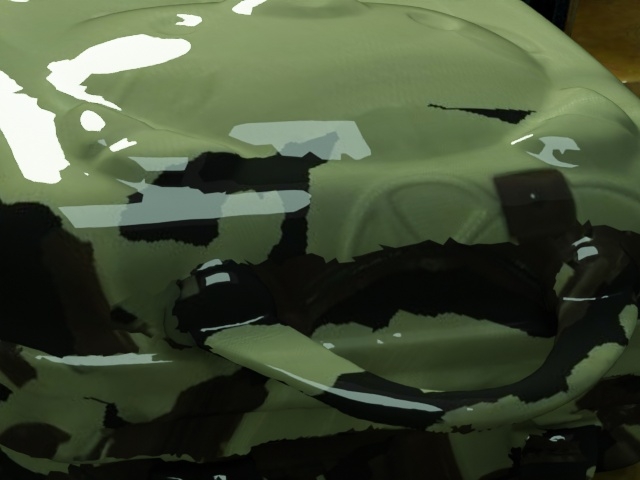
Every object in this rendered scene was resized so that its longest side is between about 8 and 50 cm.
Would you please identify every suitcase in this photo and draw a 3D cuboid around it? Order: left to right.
[{"bbox_3d":[0.000,0.000,0.840,0.351,0.194,0.339,-4,30,-21],"label":"suitcase"}]

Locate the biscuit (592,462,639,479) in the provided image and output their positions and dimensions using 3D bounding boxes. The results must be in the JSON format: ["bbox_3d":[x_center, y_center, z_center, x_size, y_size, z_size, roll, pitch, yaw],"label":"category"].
[{"bbox_3d":[0.150,0.079,0.957,0.118,0.029,0.247,10,30,4],"label":"biscuit"}]

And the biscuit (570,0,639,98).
[{"bbox_3d":[0.083,-0.123,1.244,0.275,0.052,0.355,24,32,23],"label":"biscuit"}]

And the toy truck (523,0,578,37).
[{"bbox_3d":[0.031,-0.168,1.151,0.256,0.108,0.140,13,15,10],"label":"toy truck"}]
